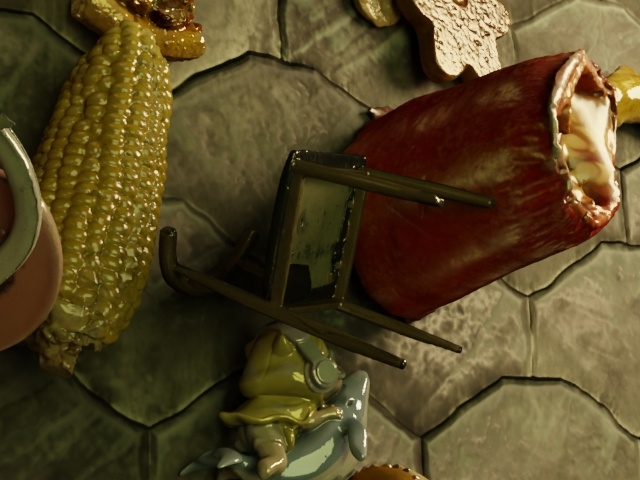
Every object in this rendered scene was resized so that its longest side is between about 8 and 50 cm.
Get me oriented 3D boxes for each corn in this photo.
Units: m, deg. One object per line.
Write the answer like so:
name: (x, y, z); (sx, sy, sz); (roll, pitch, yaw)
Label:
corn: (-0.209, -0.040, 1.345); (0.130, 0.130, 0.347); (23, 61, -28)

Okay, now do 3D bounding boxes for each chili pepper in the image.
chili pepper: (0.187, -0.061, 1.521); (0.251, 0.305, 0.229); (-39, 106, -46)

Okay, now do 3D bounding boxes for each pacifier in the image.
pacifier: (-0.356, -0.041, 1.194); (0.332, 0.273, 0.220); (44, 84, -19)

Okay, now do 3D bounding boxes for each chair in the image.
chair: (0.000, 0.000, 1.367); (0.188, 0.272, 0.166); (-3, 106, -66)

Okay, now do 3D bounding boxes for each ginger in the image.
ginger: (0.402, -0.171, 1.841); (0.298, 0.065, 0.118); (-9, 69, -37)

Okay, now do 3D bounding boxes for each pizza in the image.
pizza: (-0.164, -0.280, 1.472); (0.154, 0.069, 0.194); (16, 70, -30)

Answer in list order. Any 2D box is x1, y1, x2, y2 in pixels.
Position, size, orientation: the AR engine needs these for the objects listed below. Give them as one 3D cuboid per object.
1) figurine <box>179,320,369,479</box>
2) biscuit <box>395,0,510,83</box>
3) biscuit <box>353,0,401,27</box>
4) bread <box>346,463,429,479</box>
figurine: (-0.035, 0.173, 1.410); (0.208, 0.128, 0.184); (-21, 88, -32)
biscuit: (0.155, -0.291, 1.715); (0.179, 0.039, 0.236); (8, 73, -40)
biscuit: (0.066, -0.315, 1.675); (0.071, 0.018, 0.147); (13, 69, -34)
bread: (0.063, 0.345, 1.398); (0.133, 0.179, 0.250); (27, 73, -36)
